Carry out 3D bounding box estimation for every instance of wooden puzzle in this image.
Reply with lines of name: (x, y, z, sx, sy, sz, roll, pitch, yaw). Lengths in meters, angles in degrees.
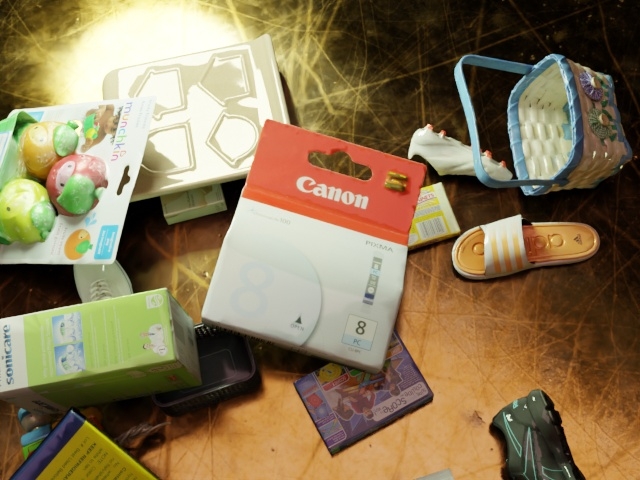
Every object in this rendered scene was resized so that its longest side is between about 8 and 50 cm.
wooden puzzle: (-0.232, -0.218, 1.839, 0.348, 0.080, 0.322, -14, 57, 3)

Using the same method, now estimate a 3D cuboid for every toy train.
toy train: (-0.386, 0.306, 1.653, 0.248, 0.105, 0.143, -24, 56, -6)

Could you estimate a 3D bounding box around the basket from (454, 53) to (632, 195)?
basket: (0.386, -0.208, 1.732, 0.289, 0.201, 0.254, -1, 68, -17)

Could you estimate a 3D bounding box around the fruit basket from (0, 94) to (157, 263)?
fruit basket: (-0.476, -0.112, 1.741, 0.353, 0.165, 0.326, -2, 66, 32)

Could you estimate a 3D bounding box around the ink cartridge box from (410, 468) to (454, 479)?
ink cartridge box: (0.173, 0.476, 1.584, 0.146, 0.045, 0.179, -17, 50, -3)

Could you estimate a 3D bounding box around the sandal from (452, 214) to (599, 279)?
sandal: (0.364, -0.002, 1.732, 0.266, 0.076, 0.101, -9, 68, 0)

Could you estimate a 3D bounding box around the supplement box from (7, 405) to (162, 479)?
supplement box: (-0.303, 0.439, 1.475, 0.356, 0.195, 0.194, 42, 76, -5)

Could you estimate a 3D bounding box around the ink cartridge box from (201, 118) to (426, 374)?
ink cartridge box: (0.000, 0.000, 1.653, 0.308, 0.091, 0.384, 16, 79, -3)

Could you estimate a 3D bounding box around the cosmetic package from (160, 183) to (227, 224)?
cosmetic package: (-0.237, -0.075, 1.818, 0.115, 0.041, 0.060, -16, 67, -3)

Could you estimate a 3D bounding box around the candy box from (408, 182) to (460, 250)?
candy box: (0.140, -0.028, 1.784, 0.206, 0.027, 0.105, -17, 66, -3)

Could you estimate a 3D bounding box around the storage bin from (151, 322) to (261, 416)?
storage bin: (-0.204, 0.214, 1.679, 0.180, 0.084, 0.122, -18, 68, -4)

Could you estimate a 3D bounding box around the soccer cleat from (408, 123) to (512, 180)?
soccer cleat: (0.257, -0.146, 1.810, 0.196, 0.068, 0.076, 26, 104, 4)

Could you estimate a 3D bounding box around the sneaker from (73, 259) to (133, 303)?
sneaker: (-0.371, 0.114, 1.724, 0.094, 0.091, 0.258, -26, 69, -7)

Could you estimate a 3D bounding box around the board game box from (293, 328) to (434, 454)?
board game box: (0.073, 0.257, 1.670, 0.201, 0.035, 0.136, -27, 69, -7)

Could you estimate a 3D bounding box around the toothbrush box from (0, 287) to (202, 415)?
toothbrush box: (-0.349, 0.181, 1.545, 0.283, 0.206, 0.122, -12, 71, 1)

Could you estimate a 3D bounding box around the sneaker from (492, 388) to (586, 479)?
sneaker: (0.368, 0.380, 1.585, 0.106, 0.101, 0.267, -26, 68, 17)
